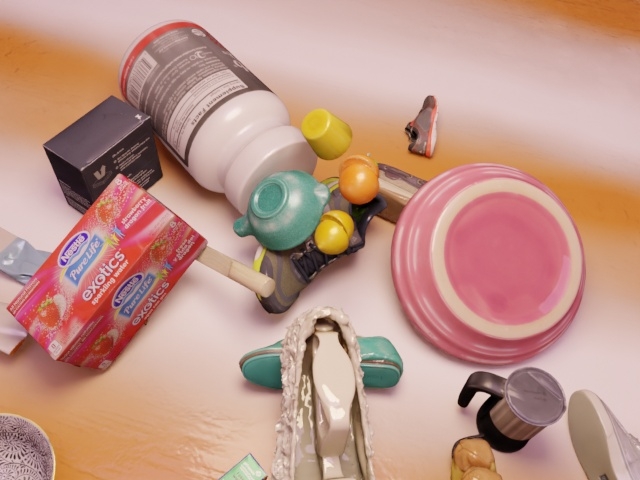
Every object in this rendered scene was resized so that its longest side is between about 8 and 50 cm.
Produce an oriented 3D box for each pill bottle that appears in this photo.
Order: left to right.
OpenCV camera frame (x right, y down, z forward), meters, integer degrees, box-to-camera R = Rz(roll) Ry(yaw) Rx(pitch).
[{"bbox_3d":[-0.185,-0.218,1.080,0.210,0.210,0.363,-33,65,-24],"label":"pill bottle"}]

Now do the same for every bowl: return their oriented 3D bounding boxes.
[{"bbox_3d":[-0.420,0.318,0.771,0.170,0.080,0.170,2,56,-3],"label":"bowl"}]

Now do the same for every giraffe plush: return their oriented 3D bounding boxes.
[{"bbox_3d":[0.151,0.373,0.749,0.171,0.210,0.181,-12,24,5],"label":"giraffe plush"}]

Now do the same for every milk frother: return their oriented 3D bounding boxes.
[{"bbox_3d":[0.257,0.266,0.837,0.129,0.134,0.143,8,56,1],"label":"milk frother"}]

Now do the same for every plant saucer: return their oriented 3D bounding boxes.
[{"bbox_3d":[0.281,0.031,0.952,0.333,0.084,0.331,2,81,-10],"label":"plant saucer"}]

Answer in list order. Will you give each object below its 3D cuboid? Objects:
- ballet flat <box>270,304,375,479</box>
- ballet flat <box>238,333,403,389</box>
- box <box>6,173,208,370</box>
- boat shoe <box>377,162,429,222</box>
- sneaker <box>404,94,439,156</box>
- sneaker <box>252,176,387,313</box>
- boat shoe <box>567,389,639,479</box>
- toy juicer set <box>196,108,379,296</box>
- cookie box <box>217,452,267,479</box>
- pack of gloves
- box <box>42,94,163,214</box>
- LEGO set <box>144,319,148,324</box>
[{"bbox_3d":[0.006,0.267,0.742,0.147,0.147,0.408,-2,64,-7],"label":"ballet flat"},{"bbox_3d":[0.001,0.180,0.917,0.248,0.083,0.087,3,32,-4],"label":"ballet flat"},{"bbox_3d":[-0.310,0.050,0.884,0.128,0.122,0.256,35,83,23],"label":"box"},{"bbox_3d":[0.197,-0.064,1.079,0.285,0.102,0.092,25,62,18],"label":"boat shoe"},{"bbox_3d":[0.207,-0.242,1.226,0.065,0.061,0.157,6,55,6],"label":"sneaker"},{"bbox_3d":[0.000,0.000,0.983,0.121,0.111,0.300,4,47,43],"label":"sneaker"},{"bbox_3d":[0.435,0.323,0.857,0.081,0.079,0.227,-5,61,-20],"label":"boat shoe"},{"bbox_3d":[-0.039,-0.027,0.911,0.329,0.089,0.209,-46,56,7],"label":"toy juicer set"},{"bbox_3d":[-0.123,0.336,0.780,0.107,0.091,0.040,-36,69,-25],"label":"cookie box"},{"bbox_3d":[-0.528,0.073,0.963,0.232,0.046,0.195,23,45,7],"label":"pack of gloves"},{"bbox_3d":[-0.370,-0.137,1.038,0.093,0.158,0.156,31,58,15],"label":"box"},{"bbox_3d":[-0.317,0.118,0.950,0.083,0.023,0.054,-19,59,-17],"label":"LEGO set"}]
